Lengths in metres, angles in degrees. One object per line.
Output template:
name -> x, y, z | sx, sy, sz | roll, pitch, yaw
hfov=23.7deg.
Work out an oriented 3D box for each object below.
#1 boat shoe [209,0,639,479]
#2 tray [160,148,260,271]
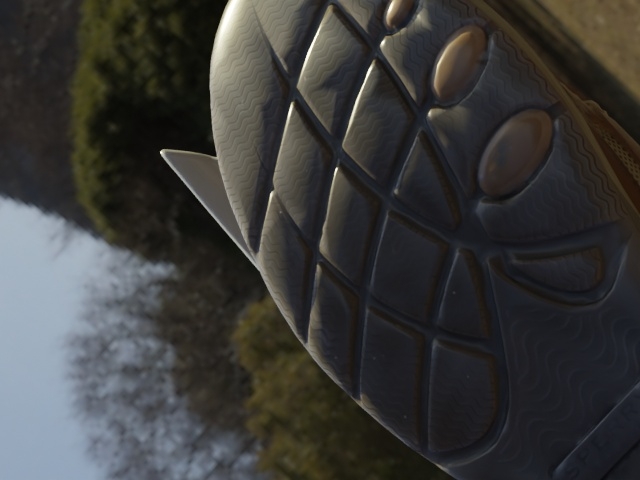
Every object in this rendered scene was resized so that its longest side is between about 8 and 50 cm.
boat shoe -> 0.085, 0.027, 0.500 | 0.324, 0.123, 0.116 | 53, -157, 16
tray -> 0.000, 0.000, 1.147 | 0.145, 0.030, 0.270 | 49, -166, 29
